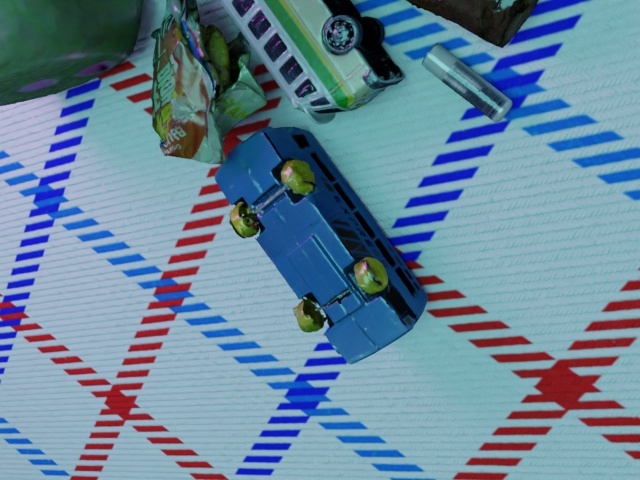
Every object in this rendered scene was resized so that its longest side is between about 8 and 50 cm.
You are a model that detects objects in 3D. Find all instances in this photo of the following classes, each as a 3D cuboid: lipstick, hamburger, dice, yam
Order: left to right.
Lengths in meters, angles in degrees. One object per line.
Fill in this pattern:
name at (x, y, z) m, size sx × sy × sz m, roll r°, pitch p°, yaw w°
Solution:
dice at (-0.502, -0.403, 1.073) m, size 0.330 × 0.322 × 0.318 m, roll -15°, pitch 100°, yaw 26°
hamburger at (-0.182, -0.261, 1.066) m, size 0.260 × 0.150 × 0.276 m, roll -163°, pitch 73°, yaw -64°
yam at (0.154, -0.371, 0.897) m, size 0.279 × 0.131 × 0.131 m, roll 32°, pitch 117°, yaw 11°
lipstick at (0.211, -0.226, 0.966) m, size 0.141 × 0.040 × 0.040 m, roll 41°, pitch 119°, yaw 7°

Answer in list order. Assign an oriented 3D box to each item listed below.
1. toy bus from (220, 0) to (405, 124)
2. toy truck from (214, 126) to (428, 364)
toy bus at (-0.017, -0.308, 0.991) m, size 0.164 × 0.133 × 0.276 m, roll -34°, pitch 90°, yaw 29°
toy truck at (0.000, 0.000, 1.070) m, size 0.161 × 0.162 × 0.385 m, roll -38°, pitch 88°, yaw 30°
